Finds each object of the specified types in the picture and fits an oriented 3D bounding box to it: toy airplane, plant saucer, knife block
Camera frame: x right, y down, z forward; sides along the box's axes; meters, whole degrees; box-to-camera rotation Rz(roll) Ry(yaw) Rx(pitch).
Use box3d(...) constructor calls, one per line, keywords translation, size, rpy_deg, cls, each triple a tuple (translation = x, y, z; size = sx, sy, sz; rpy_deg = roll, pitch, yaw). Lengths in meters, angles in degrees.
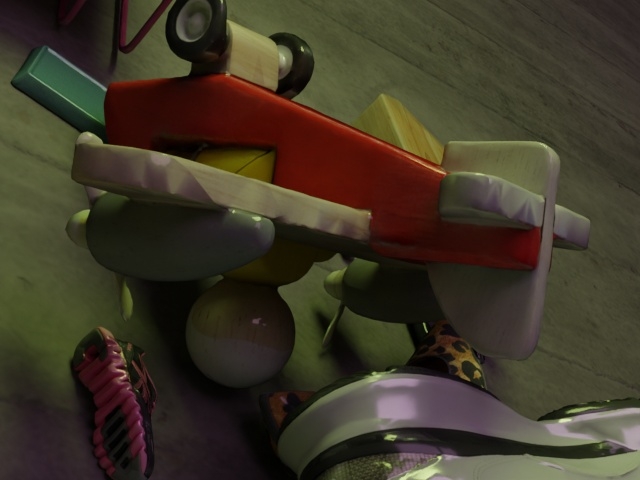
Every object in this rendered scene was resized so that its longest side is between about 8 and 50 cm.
box3d(translation=(0.000, 0.000, 0.828), size=(0.386, 0.272, 0.384), rpy_deg=(25, 6, -13), cls="toy airplane")
box3d(translation=(-0.182, -0.106, 0.982), size=(0.192, 0.018, 0.067), rpy_deg=(36, 32, -19), cls="plant saucer")
box3d(translation=(0.106, -0.005, 1.149), size=(0.275, 0.088, 0.242), rpy_deg=(46, 29, -2), cls="knife block")

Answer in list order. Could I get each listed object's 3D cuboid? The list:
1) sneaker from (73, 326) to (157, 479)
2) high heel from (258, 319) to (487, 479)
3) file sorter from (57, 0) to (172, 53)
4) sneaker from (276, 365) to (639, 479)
box3d(translation=(-0.130, 0.115, 0.758), size=(0.057, 0.047, 0.119), rpy_deg=(27, 34, -50), cls="sneaker")
box3d(translation=(0.048, 0.114, 0.921), size=(0.186, 0.093, 0.261), rpy_deg=(43, 38, -18), cls="high heel")
box3d(translation=(-0.254, -0.334, 1.003), size=(0.291, 0.182, 0.202), rpy_deg=(26, 36, -29), cls="file sorter")
box3d(translation=(0.186, 0.250, 0.767), size=(0.448, 0.169, 0.257), rpy_deg=(12, 44, -31), cls="sneaker")
